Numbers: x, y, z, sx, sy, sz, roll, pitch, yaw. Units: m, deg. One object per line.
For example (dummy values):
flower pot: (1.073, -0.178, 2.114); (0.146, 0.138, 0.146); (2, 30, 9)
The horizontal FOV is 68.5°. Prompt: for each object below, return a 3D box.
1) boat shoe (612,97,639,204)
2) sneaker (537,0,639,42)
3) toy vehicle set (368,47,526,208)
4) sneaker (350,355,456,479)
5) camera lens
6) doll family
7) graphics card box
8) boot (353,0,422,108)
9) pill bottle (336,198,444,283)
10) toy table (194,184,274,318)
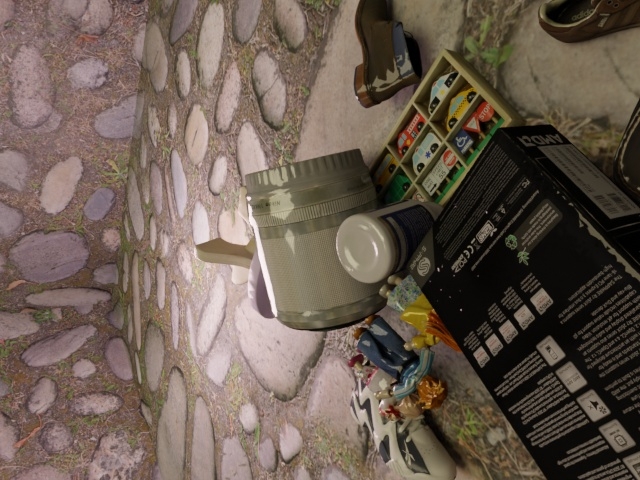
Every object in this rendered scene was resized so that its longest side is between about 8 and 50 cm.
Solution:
boat shoe: (0.361, -0.182, 0.384); (0.132, 0.130, 0.355); (52, 133, 39)
sneaker: (0.321, -0.256, 0.485); (0.188, 0.071, 0.066); (-9, 85, 55)
toy vehicle set: (0.173, -0.132, 0.738); (0.166, 0.035, 0.267); (61, 138, 31)
sneaker: (0.134, 0.275, 0.779); (0.235, 0.094, 0.153); (-141, 47, -58)
camera lens: (0.000, 0.000, 0.802); (0.219, 0.219, 0.274); (1, 106, 55)
doll family: (0.135, 0.153, 0.687); (0.163, 0.118, 0.263); (39, 100, 37)
graphics card box: (0.252, 0.091, 0.462); (0.371, 0.094, 0.233); (59, 146, 31)
boot: (0.118, -0.331, 0.771); (0.106, 0.082, 0.219); (-7, 76, 40)
pill bottle: (0.111, -0.007, 0.665); (0.094, 0.169, 0.094); (18, 116, 42)
toy table: (-0.123, 0.019, 1.022); (0.160, 0.252, 0.274); (32, 114, 30)
